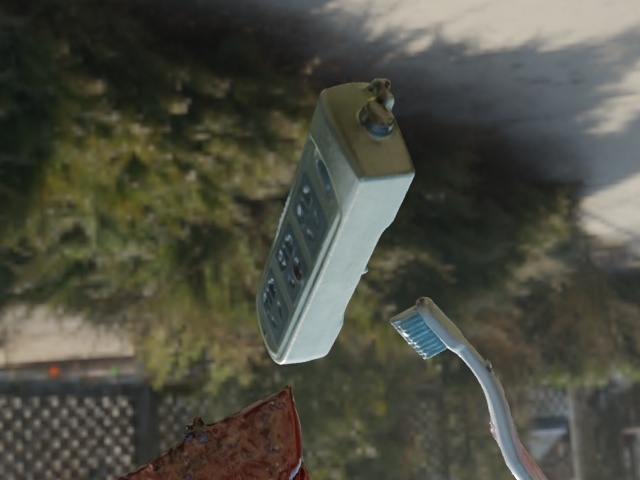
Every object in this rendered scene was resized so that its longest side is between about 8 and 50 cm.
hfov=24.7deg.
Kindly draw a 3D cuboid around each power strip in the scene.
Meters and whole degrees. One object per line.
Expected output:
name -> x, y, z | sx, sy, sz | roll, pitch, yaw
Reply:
power strip -> 0.003, 0.000, 1.052 | 0.048, 0.080, 0.286 | -7, 147, -20

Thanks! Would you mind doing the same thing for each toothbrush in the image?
toothbrush -> 0.087, 0.091, 0.606 | 0.022, 0.017, 0.204 | -25, 126, 20

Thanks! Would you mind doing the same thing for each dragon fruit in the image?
dragon fruit -> -0.062, 0.135, 0.613 | 0.162, 0.083, 0.106 | -34, 167, -10
